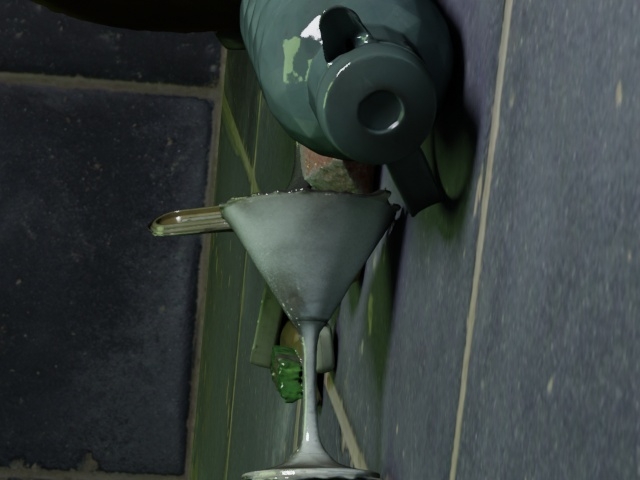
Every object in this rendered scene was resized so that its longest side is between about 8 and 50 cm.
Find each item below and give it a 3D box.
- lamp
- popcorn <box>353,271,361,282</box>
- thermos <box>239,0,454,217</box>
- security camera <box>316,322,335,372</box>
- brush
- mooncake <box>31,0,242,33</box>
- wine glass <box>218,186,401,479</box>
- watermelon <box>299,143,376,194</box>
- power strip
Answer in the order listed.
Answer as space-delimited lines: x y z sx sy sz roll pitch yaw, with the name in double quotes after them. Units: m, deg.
-0.087 -0.121 1.973 0.124 0.203 0.283 63 -158 -66 "lamp"
0.000 0.000 1.655 0.084 0.084 0.084 -176 90 -83 "popcorn"
0.028 -0.119 1.312 0.182 0.145 0.286 62 -176 -23 "thermos"
-0.005 0.084 1.777 0.058 0.058 0.092 -152 58 -82 "security camera"
-0.033 0.131 1.980 0.282 0.048 0.054 -128 42 -82 "brush"
-0.153 -0.367 1.801 0.393 0.394 0.246 123 153 -67 "mooncake"
-0.008 0.084 1.452 0.156 0.156 0.232 124 146 -75 "wine glass"
0.024 -0.152 1.594 0.154 0.094 0.241 -171 84 -73 "watermelon"
-0.048 0.061 2.117 0.227 0.029 0.080 102 -173 -46 "power strip"
